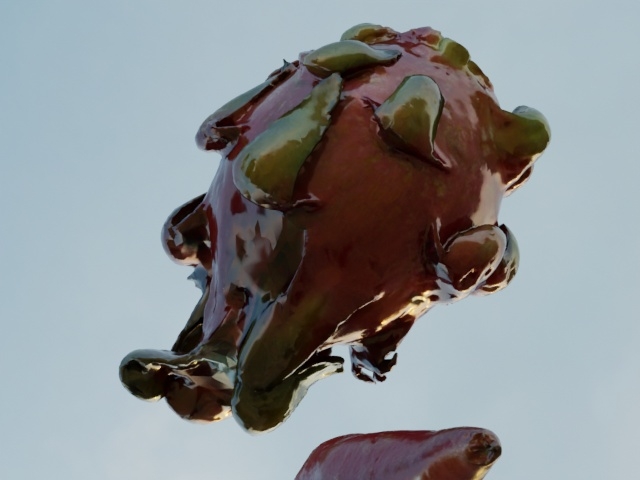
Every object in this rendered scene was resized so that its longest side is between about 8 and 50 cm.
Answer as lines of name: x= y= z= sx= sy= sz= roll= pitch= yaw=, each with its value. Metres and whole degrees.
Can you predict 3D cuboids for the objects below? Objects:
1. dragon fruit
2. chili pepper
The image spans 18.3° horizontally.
dragon fruit: x=0.010 y=-0.003 z=1.391 sx=0.243 sy=0.227 sz=0.307 roll=-16 pitch=-41 yaw=-55
chili pepper: x=0.031 y=0.139 z=1.136 sx=0.063 sy=0.272 sz=0.071 roll=33 pitch=-110 yaw=-9
